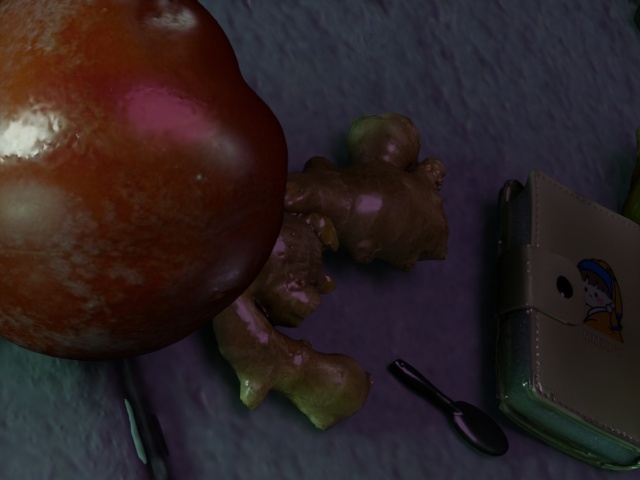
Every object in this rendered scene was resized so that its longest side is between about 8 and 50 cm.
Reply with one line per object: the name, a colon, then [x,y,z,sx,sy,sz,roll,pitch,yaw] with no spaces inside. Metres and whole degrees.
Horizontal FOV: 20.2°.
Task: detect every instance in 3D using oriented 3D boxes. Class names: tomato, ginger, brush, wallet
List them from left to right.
tomato: [-0.102,-0.042,0.774,0.151,0.187,0.187,-7,68,-20]
ginger: [0.000,0.000,0.919,0.176,0.052,0.193,19,54,-39]
brush: [0.069,0.089,0.956,0.083,0.008,0.024,38,47,-17]
wallet: [0.142,0.045,1.027,0.110,0.039,0.155,28,49,-30]

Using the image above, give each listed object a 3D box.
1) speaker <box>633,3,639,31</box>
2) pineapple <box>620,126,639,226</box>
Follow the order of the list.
speaker: [0.276,-0.297,1.256,0.232,0.184,0.254,46,47,-9]
pineapple: [0.269,-0.006,1.120,0.236,0.114,0.186,-23,81,-44]
